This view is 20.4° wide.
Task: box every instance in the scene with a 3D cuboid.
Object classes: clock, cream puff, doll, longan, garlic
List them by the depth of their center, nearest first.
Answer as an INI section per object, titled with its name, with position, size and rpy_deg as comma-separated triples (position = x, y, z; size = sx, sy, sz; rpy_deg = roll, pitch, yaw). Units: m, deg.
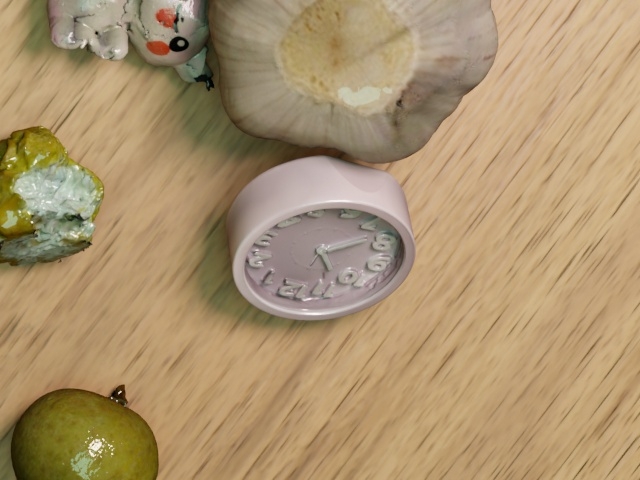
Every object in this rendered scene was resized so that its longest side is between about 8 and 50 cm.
[garlic]
position = 0.038, -0.238, 1.817
size = 0.317, 0.259, 0.317
rpy_deg = -2, 111, -4
[doll]
position = -0.190, -0.244, 1.866
size = 0.192, 0.095, 0.149
rpy_deg = 10, 103, -12
[cream puff]
position = -0.303, -0.047, 1.870
size = 0.156, 0.121, 0.156
rpy_deg = 5, 84, -52
[clock]
position = 0.000, 0.000, 1.891
size = 0.197, 0.068, 0.197
rpy_deg = -6, 140, -5
[longan]
position = -0.249, 0.223, 1.913
size = 0.145, 0.176, 0.155
rpy_deg = -14, 131, 34
